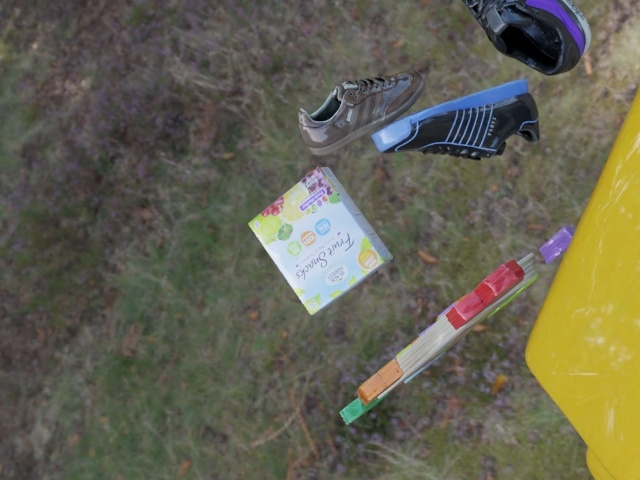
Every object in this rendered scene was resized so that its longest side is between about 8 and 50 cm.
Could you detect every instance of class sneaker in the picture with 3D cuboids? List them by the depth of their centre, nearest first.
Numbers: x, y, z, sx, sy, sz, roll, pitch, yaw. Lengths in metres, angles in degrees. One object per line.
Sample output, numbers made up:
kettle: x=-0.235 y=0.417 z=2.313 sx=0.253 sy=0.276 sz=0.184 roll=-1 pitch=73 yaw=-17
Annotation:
sneaker: x=0.187 y=-0.143 z=1.201 sx=0.081 sy=0.232 sz=0.091 roll=-172 pitch=63 yaw=-82
sneaker: x=0.056 y=-0.189 z=1.212 sx=0.188 sy=0.071 sz=0.066 roll=-35 pitch=34 yaw=-9
sneaker: x=0.265 y=-0.348 z=1.302 sx=0.102 sy=0.293 sz=0.146 roll=-50 pitch=0 yaw=44

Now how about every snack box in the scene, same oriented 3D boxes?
snack box: x=0.000 y=0.000 z=1.612 sx=0.174 sy=0.070 sz=0.207 roll=-38 pitch=83 yaw=19

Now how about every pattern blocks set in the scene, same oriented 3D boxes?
pattern blocks set: x=0.139 y=0.088 z=0.931 sx=0.026 sy=0.285 sz=0.325 roll=52 pitch=129 yaw=13

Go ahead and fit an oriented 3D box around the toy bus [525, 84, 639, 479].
toy bus: x=0.180 y=-0.006 z=0.341 sx=0.108 sy=0.130 sz=0.333 roll=-122 pitch=37 yaw=-46
